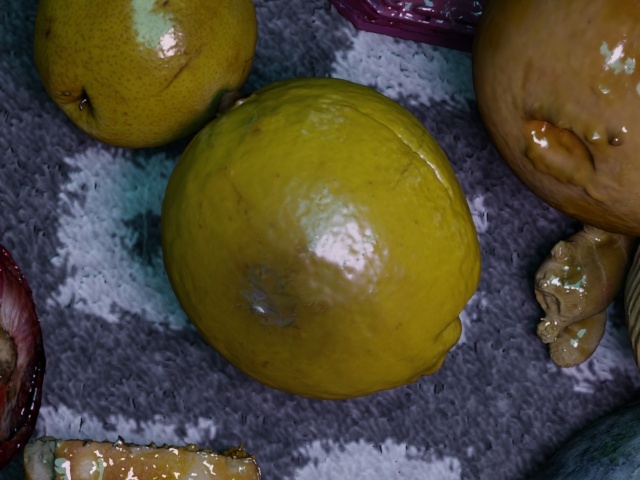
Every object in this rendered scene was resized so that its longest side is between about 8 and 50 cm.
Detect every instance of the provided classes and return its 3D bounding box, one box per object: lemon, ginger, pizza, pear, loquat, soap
[{"bbox_3d":[0.000,0.000,1.802,0.297,0.297,0.297,1,83,-9],"label":"lemon"},{"bbox_3d":[0.270,0.020,1.941,0.115,0.081,0.205,40,79,-14],"label":"ginger"},{"bbox_3d":[-0.135,0.285,1.836,0.335,0.086,0.226,49,66,-13],"label":"pizza"},{"bbox_3d":[-0.167,-0.184,1.834,0.209,0.209,0.208,1,83,-9],"label":"pear"},{"bbox_3d":[0.297,-0.158,1.784,0.329,0.328,0.328,1,83,-9],"label":"loquat"},{"bbox_3d":[0.089,-0.285,1.940,0.250,0.099,0.162,12,82,-8],"label":"soap"}]

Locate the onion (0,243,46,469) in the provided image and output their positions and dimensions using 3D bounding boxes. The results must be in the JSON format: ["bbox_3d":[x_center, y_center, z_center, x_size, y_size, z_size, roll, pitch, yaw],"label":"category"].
[{"bbox_3d":[-0.371,0.105,1.750,0.276,0.276,0.276,1,83,-9],"label":"onion"}]

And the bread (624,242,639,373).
[{"bbox_3d":[0.398,0.068,1.837,0.227,0.253,0.142,7,110,-2],"label":"bread"}]

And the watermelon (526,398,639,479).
[{"bbox_3d":[0.287,0.335,1.852,0.258,0.228,0.387,36,70,-12],"label":"watermelon"}]
